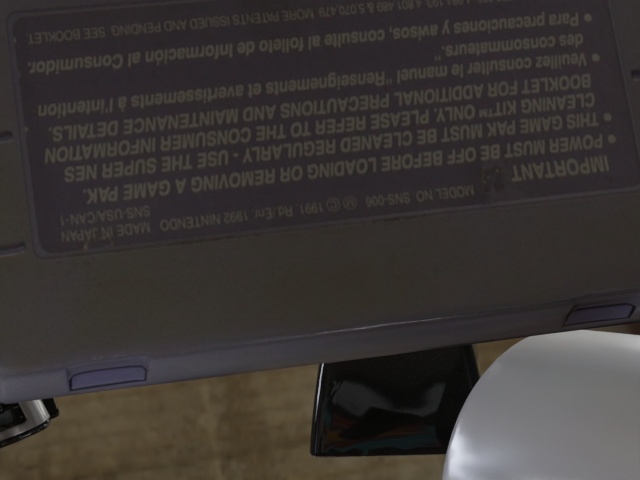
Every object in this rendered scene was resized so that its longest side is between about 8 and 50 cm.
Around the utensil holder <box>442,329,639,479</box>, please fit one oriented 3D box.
[{"bbox_3d":[0.343,0.252,1.356,0.327,0.328,0.385,-33,-157,-32],"label":"utensil holder"}]

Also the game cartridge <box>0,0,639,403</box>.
[{"bbox_3d":[-0.005,-0.071,0.534,0.355,0.068,0.230,-6,-97,-11],"label":"game cartridge"}]

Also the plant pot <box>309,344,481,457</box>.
[{"bbox_3d":[0.083,0.113,1.610,0.187,0.167,0.188,-1,-161,3],"label":"plant pot"}]

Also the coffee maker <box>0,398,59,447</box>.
[{"bbox_3d":[-0.326,0.104,1.469,0.120,0.178,0.171,-16,-171,12],"label":"coffee maker"}]
